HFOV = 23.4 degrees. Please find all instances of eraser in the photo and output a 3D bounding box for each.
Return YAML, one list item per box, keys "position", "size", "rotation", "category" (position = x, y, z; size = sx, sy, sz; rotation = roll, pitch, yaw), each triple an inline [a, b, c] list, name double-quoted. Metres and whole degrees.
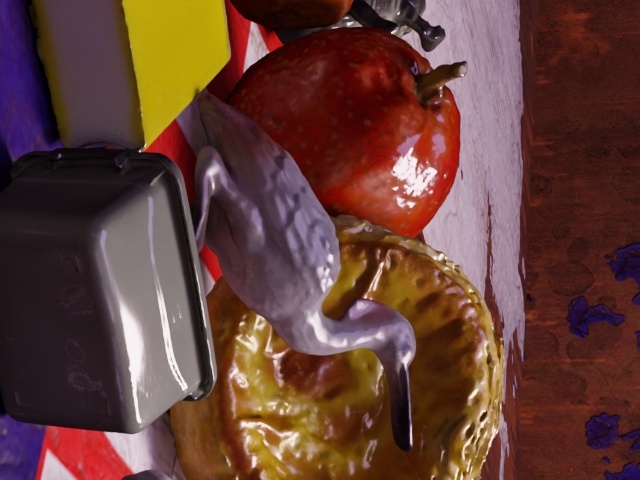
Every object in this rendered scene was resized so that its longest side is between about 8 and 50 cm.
- position: [-0.130, -0.169, 1.086]
  size: [0.226, 0.069, 0.158]
  rotation: [-61, 145, -64]
  category: "eraser"

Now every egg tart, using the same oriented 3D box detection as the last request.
- position: [0.009, 0.122, 1.265]
  size: [0.116, 0.295, 0.294]
  rotation: [166, -75, -69]
  category: "egg tart"

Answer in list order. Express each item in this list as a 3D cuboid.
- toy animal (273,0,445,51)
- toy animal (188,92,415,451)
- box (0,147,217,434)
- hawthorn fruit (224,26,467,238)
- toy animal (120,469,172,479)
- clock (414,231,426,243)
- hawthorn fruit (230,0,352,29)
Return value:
- position: [0.044, -0.241, 1.623]
  size: [0.106, 0.168, 0.343]
  rotation: [-50, -179, 20]
  category: "toy animal"
- position: [-0.033, 0.019, 1.153]
  size: [0.324, 0.090, 0.195]
  rotation: [24, 78, -34]
  category: "toy animal"
- position: [-0.142, 0.037, 0.936]
  size: [0.093, 0.124, 0.172]
  rotation: [-45, 131, -57]
  category: "box"
- position: [0.030, -0.088, 1.326]
  size: [0.205, 0.253, 0.205]
  rotation: [40, 36, -37]
  category: "hawthorn fruit"
- position: [-0.063, 0.293, 0.983]
  size: [0.289, 0.174, 0.249]
  rotation: [41, 29, -30]
  category: "toy animal"
- position: [0.048, -0.045, 1.685]
  size: [0.318, 0.080, 0.318]
  rotation: [-18, 90, -81]
  category: "clock"
- position: [-0.022, -0.268, 1.343]
  size: [0.173, 0.173, 0.179]
  rotation: [-66, 150, -59]
  category: "hawthorn fruit"
